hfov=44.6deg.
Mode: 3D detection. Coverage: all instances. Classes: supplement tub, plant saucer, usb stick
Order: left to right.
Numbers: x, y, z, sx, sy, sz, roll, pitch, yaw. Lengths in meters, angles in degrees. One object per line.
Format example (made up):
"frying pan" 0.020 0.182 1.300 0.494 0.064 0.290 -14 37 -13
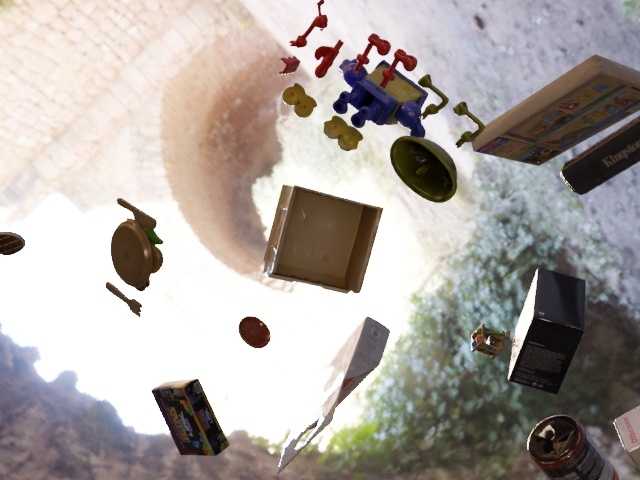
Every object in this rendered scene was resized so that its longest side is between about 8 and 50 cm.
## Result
"plant saucer" -0.150 0.208 1.763 0.083 0.013 0.084 25 -139 -24
"supplement tub" 0.456 0.404 1.379 0.198 0.106 0.106 49 179 -25
"usb stick" 0.582 -0.175 1.505 0.077 0.045 0.278 56 140 4

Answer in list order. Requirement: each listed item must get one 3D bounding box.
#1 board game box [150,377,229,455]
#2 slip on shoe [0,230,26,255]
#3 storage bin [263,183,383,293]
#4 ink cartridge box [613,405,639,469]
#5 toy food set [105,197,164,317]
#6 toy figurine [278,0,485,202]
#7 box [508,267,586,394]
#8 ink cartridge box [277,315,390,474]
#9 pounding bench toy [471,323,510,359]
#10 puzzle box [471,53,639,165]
"board game box" -0.291 0.393 1.733 0.141 0.048 0.170 -16 100 44
"slip on shoe" -0.622 0.006 1.508 0.041 0.135 0.051 -65 -44 -59
"storage bin" 0.000 0.000 2.120 0.262 0.261 0.123 13 -176 -20
"ink cartridge box" 0.458 0.239 1.002 0.056 0.135 0.099 54 -164 -4
"toy food set" -0.330 0.026 1.401 0.132 0.192 0.038 31 -153 34
"toy figurine" 0.136 -0.244 1.300 0.362 0.191 0.217 38 -146 15
"box" 0.409 0.162 1.407 0.093 0.158 0.156 15 -145 10
"ink cartridge box" 0.040 0.425 2.083 0.091 0.308 0.385 32 -141 -6
"pounding bench toy" 0.393 0.225 1.808 0.065 0.083 0.052 21 -133 -10
"puzzle box" 0.616 -0.314 1.974 0.272 0.409 0.052 7 -115 -34
